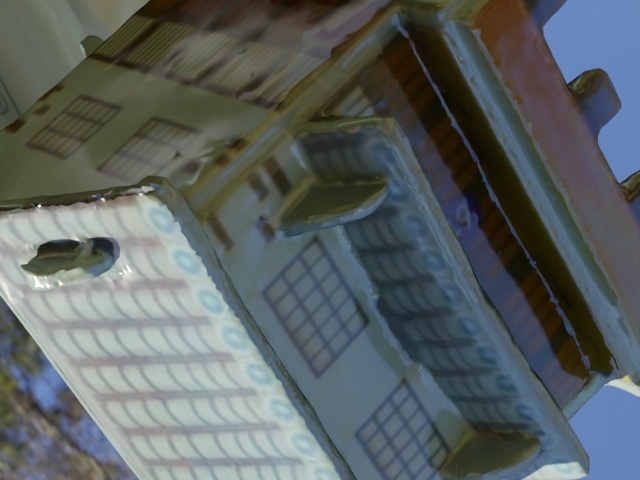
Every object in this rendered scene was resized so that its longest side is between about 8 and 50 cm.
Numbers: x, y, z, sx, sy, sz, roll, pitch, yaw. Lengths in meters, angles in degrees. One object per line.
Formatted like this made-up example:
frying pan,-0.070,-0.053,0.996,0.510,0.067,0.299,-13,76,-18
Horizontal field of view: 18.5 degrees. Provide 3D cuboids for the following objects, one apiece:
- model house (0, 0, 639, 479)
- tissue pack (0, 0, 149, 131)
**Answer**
model house,0.000,0.000,0.722,0.215,0.224,0.198,-46,-144,-21
tissue pack,-0.193,-0.203,1.069,0.297,0.380,0.207,4,-140,39
